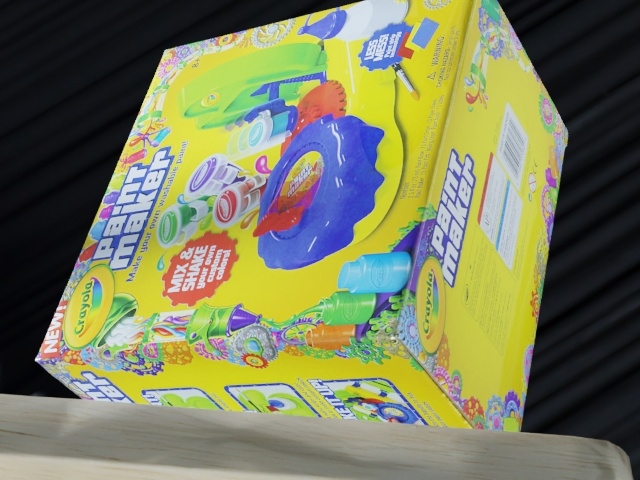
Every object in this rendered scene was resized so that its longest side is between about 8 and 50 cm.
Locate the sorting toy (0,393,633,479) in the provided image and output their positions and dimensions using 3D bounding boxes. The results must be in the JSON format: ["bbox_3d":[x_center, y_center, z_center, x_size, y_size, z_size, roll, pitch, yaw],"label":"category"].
[{"bbox_3d":[-0.051,0.174,0.353,0.089,0.257,0.255,-82,-5,-56],"label":"sorting toy"}]

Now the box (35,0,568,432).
[{"bbox_3d":[0.000,0.000,0.841,0.177,0.279,0.290,50,-136,-41],"label":"box"}]
